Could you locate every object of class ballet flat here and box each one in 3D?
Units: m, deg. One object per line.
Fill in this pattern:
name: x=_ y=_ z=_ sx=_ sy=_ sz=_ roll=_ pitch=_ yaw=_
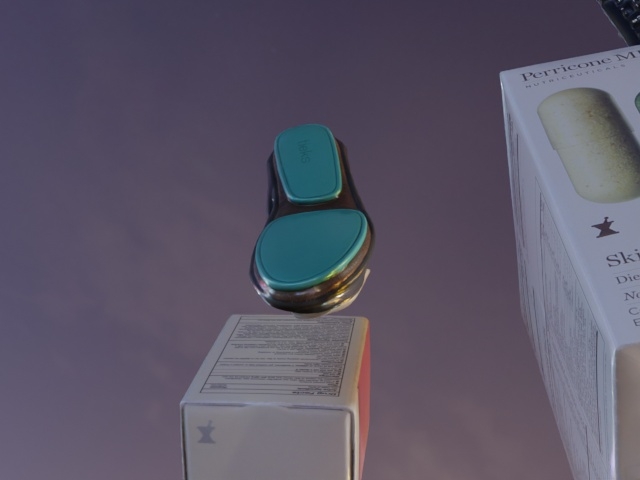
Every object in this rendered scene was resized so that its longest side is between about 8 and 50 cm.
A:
ballet flat: x=0.000 y=0.000 z=0.844 sx=0.095 sy=0.280 sz=0.096 roll=-6 pitch=-60 yaw=6

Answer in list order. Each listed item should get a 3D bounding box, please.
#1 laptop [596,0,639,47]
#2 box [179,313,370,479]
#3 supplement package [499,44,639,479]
laptop: x=0.281 y=-0.254 z=0.723 sx=0.234 sy=0.264 sz=0.136 roll=-35 pitch=-36 yaw=21
box: x=-0.032 y=0.164 z=0.967 sx=0.148 sy=0.232 sz=0.127 roll=1 pitch=-75 yaw=6
supplement package: x=0.225 y=0.030 z=0.569 sx=0.199 sy=0.263 sz=0.198 roll=-10 pitch=-56 yaw=4
